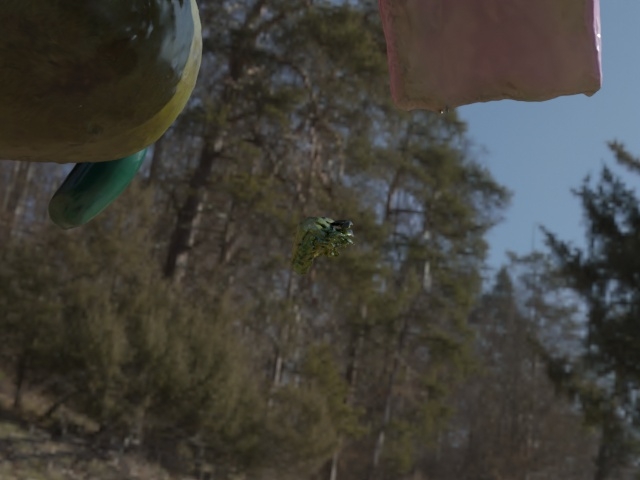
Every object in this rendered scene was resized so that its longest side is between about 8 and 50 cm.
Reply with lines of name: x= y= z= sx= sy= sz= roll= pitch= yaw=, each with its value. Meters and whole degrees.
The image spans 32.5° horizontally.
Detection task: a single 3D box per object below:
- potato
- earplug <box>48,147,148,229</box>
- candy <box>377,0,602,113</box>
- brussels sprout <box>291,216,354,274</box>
potato: x=-0.236 y=-0.180 z=0.741 sx=0.359 sy=0.219 sz=0.269 roll=10 pitch=-50 yaw=-36
earplug: x=-0.305 y=-0.159 z=1.154 sx=0.280 sy=0.257 sz=0.164 roll=3 pitch=26 yaw=40
candy: x=0.112 y=-0.228 z=0.764 sx=0.156 sy=0.265 sz=0.115 roll=-4 pitch=23 yaw=12
brussels sprout: x=0.000 y=0.000 z=1.247 sx=0.085 sy=0.058 sz=0.085 roll=-17 pitch=9 yaw=3
